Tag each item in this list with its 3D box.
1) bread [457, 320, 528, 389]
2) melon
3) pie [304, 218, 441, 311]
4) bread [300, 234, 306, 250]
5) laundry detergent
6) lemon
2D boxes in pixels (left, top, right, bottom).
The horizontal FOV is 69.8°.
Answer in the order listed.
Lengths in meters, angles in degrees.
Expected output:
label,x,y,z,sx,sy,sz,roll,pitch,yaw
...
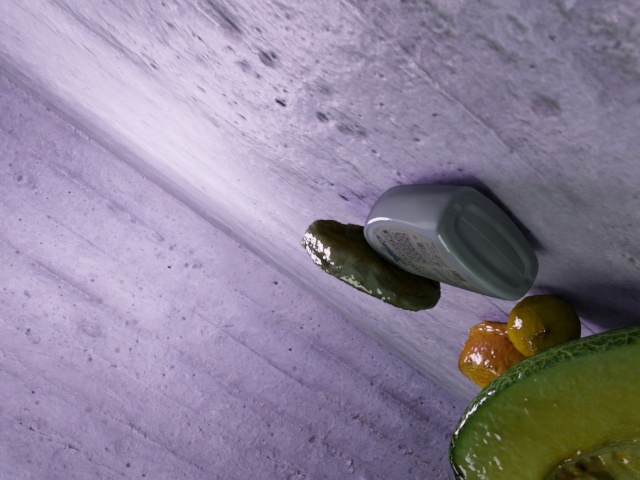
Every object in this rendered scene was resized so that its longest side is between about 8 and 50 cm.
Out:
label,x,y,z,sx,sy,sz,roll,pitch,yaw
bread,0.427,0.274,0.984,0.269,0.145,0.268,32,163,11
melon,0.354,0.261,0.644,0.344,0.225,0.331,-10,148,17
pie,0.099,0.037,0.854,0.277,0.078,0.277,20,-167,-5
bread,-0.002,-0.001,1.159,0.070,0.083,0.077,42,165,-18
laundry detergent,0.168,0.003,0.718,0.215,0.105,0.281,38,166,-20
lemon,0.362,0.143,0.749,0.109,0.109,0.133,29,174,22
